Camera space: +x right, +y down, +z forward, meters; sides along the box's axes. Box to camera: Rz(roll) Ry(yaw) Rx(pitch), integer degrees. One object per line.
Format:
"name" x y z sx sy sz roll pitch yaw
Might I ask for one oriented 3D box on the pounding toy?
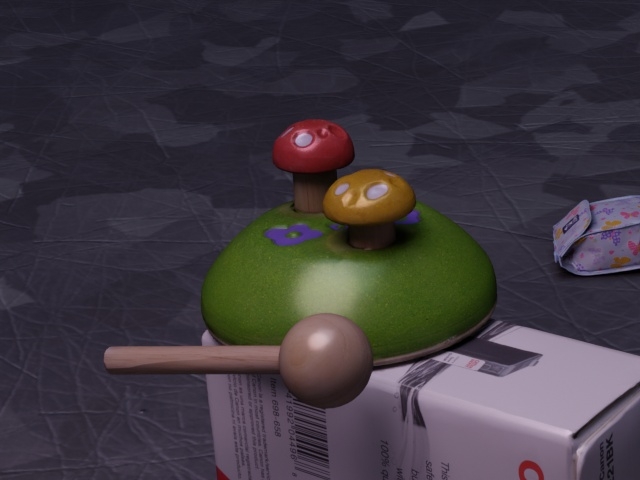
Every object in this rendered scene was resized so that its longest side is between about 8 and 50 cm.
"pounding toy" 0.000 0.000 1.184 0.183 0.110 0.237 9 25 30

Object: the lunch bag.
"lunch bag" 0.243 -0.005 1.724 0.083 0.053 0.071 -10 21 10

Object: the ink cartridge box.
"ink cartridge box" 0.072 0.151 1.208 0.273 0.197 0.114 14 29 37
